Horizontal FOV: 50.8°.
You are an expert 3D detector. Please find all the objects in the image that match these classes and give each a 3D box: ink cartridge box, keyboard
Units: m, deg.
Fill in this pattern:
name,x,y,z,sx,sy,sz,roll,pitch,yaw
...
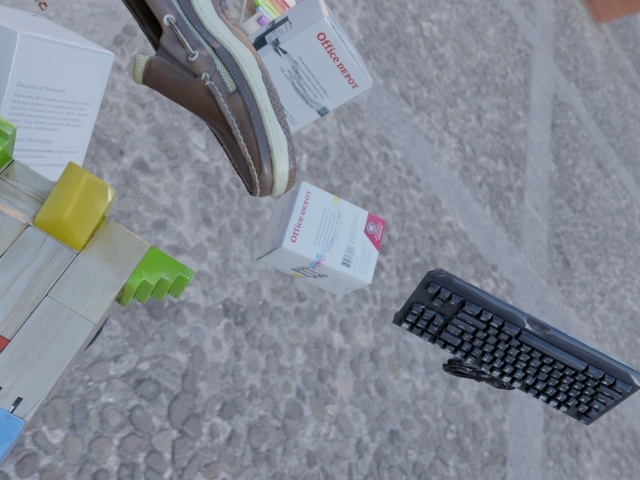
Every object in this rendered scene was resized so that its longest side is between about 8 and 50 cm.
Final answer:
name,x,y,z,sx,sy,sz,roll,pitch,yaw
ink cartridge box,-0.046,-0.261,1.054,0.153,0.208,0.087,47,23,-43
keyboard,0.145,0.094,0.537,0.180,0.108,0.023,28,52,1
ink cartridge box,0.000,0.000,1.187,0.176,0.127,0.128,25,67,-19

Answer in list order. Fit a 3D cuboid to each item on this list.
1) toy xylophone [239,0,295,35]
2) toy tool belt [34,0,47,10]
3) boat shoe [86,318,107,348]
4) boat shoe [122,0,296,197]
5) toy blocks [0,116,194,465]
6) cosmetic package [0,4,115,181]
name,x,y,z,sx,sy,sz,roll,pitch,yaw
toy xylophone,-0.109,-0.546,1.703,0.236,0.081,0.322,38,29,-35
toy tool belt,-0.653,-0.581,1.577,0.052,0.051,0.083,59,0,33
boat shoe,-0.395,0.061,1.075,0.127,0.340,0.158,44,23,19
boat shoe,-0.108,-0.142,0.562,0.095,0.095,0.257,-21,75,-17
toy blocks,-0.341,0.039,0.565,0.381,0.191,0.261,33,52,-8
cosmetic package,-0.831,-0.400,1.823,0.329,0.393,0.327,29,17,22
